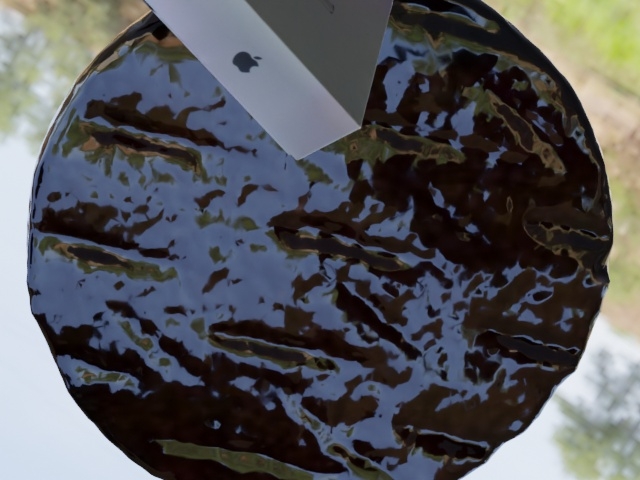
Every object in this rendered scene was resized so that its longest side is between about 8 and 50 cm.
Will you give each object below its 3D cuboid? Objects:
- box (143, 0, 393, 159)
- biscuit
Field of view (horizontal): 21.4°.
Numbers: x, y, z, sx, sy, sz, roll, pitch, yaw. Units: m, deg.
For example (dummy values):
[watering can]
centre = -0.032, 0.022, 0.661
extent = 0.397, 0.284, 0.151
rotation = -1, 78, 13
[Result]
[box]
centre = -0.026, -0.133, 0.898
extent = 0.129, 0.051, 0.130
rotation = 46, -145, -27
[biscuit]
centre = 0.000, 0.000, 1.184
extent = 0.407, 0.407, 0.091
rotation = 30, -168, -12
